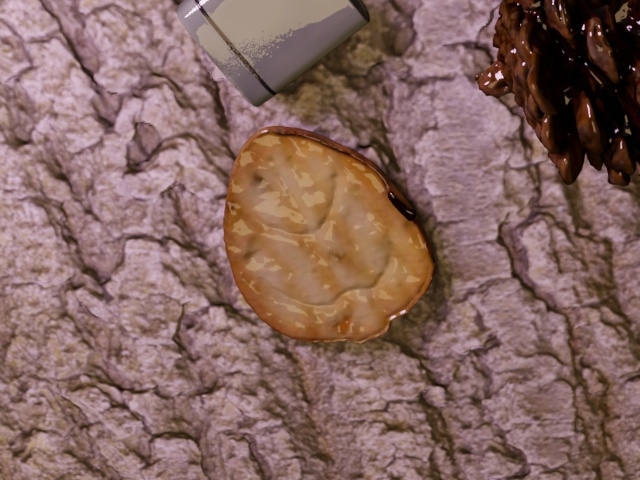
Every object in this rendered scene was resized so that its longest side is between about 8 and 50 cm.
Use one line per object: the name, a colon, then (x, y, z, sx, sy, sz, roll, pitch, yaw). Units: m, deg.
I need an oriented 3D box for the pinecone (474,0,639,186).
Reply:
pinecone: (0.253, -0.167, 0.841, 0.257, 0.243, 0.243, -18, 119, -10)

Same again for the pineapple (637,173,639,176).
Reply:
pineapple: (0.437, -0.048, 0.952, 0.278, 0.130, 0.119, -14, 119, 11)

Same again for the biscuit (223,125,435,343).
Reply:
biscuit: (0.001, -0.003, 1.051, 0.203, 0.041, 0.260, -21, 115, 17)

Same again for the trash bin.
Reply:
trash bin: (-0.041, -0.201, 0.929, 0.130, 0.059, 0.116, -35, 113, 18)
